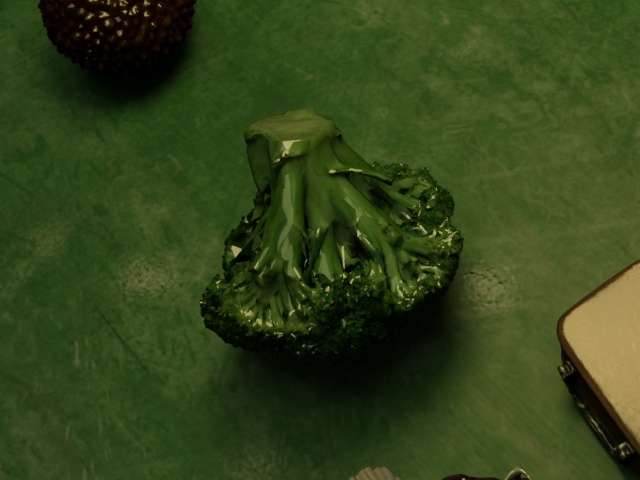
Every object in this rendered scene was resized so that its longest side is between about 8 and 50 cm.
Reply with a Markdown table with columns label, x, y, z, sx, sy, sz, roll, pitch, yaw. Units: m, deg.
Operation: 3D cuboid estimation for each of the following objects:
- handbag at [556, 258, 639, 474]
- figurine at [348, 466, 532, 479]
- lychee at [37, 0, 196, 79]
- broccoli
| label | x | y | z | sx | sy | sz | roll | pitch | yaw |
| --- | --- | --- | --- | --- | --- | --- | --- | --- | --- |
| handbag | 0.301 | 0.122 | 1.100 | 0.151 | 0.072 | 0.193 | -32 | 57 | -4 |
| figurine | 0.100 | 0.274 | 1.043 | 0.240 | 0.116 | 0.175 | -23 | 53 | 10 |
| lychee | -0.236 | -0.273 | 1.452 | 0.188 | 0.188 | 0.188 | -8 | 58 | 13 |
| broccoli | 0.000 | 0.000 | 1.186 | 0.269 | 0.242 | 0.261 | -26 | 28 | -34 |
